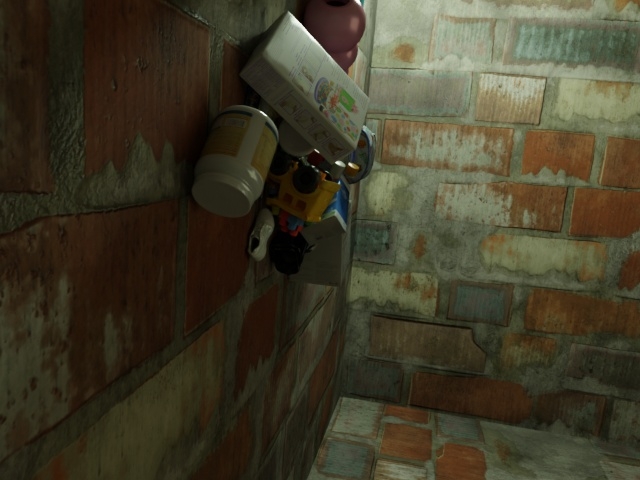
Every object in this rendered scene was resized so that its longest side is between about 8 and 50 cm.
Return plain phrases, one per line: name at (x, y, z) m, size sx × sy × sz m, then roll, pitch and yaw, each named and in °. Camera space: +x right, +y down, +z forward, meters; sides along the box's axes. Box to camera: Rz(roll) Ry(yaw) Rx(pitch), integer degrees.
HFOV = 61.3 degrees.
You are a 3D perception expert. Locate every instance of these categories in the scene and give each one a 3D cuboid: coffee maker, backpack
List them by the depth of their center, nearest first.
coffee maker at (-0.099, -0.004, 1.755) m, size 0.171 × 0.120 × 0.178 m, roll 61°, pitch 26°, yaw -25°
backpack at (0.060, -0.318, 1.924) m, size 0.213 × 0.263 × 0.276 m, roll -56°, pitch 152°, yaw -67°

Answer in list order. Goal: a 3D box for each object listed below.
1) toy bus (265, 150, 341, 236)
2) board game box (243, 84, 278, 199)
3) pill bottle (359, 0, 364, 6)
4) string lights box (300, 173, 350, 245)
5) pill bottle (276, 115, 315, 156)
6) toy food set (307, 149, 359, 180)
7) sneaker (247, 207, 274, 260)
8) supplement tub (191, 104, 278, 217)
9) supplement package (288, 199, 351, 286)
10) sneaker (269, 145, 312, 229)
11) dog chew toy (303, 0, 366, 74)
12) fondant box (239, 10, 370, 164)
toy bus at (-0.082, -0.130, 1.546) m, size 0.211 × 0.220 × 0.149 m, roll -63°, pitch 163°, yaw 10°
board game box at (-0.167, -0.247, 1.380) m, size 0.165 × 0.042 × 0.243 m, roll 62°, pitch 36°, yaw -71°
pill bottle at (0.086, -0.847, 2.049) m, size 0.146 × 0.146 × 0.264 m, roll 9°, pitch 89°, yaw -79°
string lights box at (0.018, -0.109, 1.765) m, size 0.077 × 0.133 × 0.259 m, roll 55°, pitch 26°, yaw -31°
pill bottle at (-0.072, -0.308, 1.534) m, size 0.215 × 0.117 × 0.117 m, roll -123°, pitch -145°, yaw -72°
toy food set at (0.004, -0.252, 1.789) m, size 0.111 × 0.232 × 0.104 m, roll -35°, pitch 157°, yaw -57°
sneaker at (-0.166, -0.021, 1.497) m, size 0.061 × 0.054 × 0.152 m, roll 56°, pitch 43°, yaw -70°
supplement tub at (-0.176, -0.163, 1.116) m, size 0.144 × 0.144 × 0.199 m, roll 80°, pitch 20°, yaw -56°
supplement package at (0.000, 0.000, 1.974) m, size 0.198 × 0.199 × 0.262 m, roll -64°, pitch 158°, yaw -60°
sneaker at (-0.060, -0.195, 1.686) m, size 0.134 × 0.146 × 0.343 m, roll 52°, pitch 43°, yaw -75°
dog chew toy at (0.041, -0.666, 1.828) m, size 0.332 × 0.207 × 0.206 m, roll 96°, pitch 7°, yaw -55°
fondant box at (-0.027, -0.390, 1.387) m, size 0.330 × 0.096 × 0.238 m, roll 40°, pitch 43°, yaw -24°
